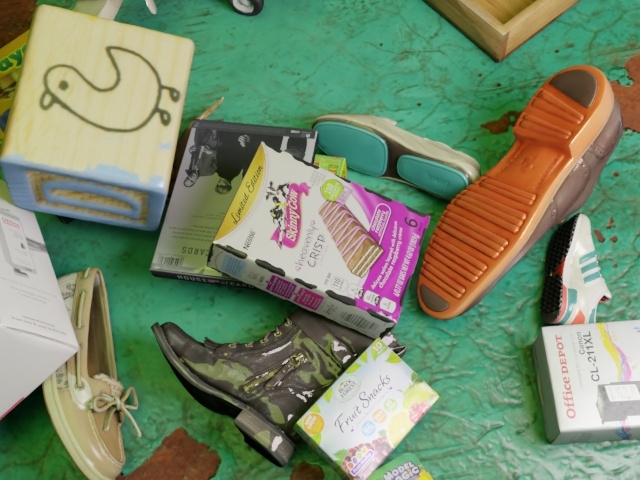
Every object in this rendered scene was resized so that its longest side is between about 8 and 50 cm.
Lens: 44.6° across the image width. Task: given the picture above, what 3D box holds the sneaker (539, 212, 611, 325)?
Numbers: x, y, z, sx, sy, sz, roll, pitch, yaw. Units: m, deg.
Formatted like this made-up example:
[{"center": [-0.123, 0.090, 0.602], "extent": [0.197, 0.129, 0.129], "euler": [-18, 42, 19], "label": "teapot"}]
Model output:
[{"center": [0.330, 0.045, 0.990], "extent": [0.075, 0.057, 0.161], "euler": [24, 61, -9], "label": "sneaker"}]

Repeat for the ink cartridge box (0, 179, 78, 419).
[{"center": [-0.438, 0.075, 0.956], "extent": [0.207, 0.117, 0.283], "euler": [-41, 53, 12], "label": "ink cartridge box"}]

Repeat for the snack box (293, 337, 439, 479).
[{"center": [0.053, 0.197, 0.897], "extent": [0.100, 0.037, 0.141], "euler": [42, 67, 10], "label": "snack box"}]

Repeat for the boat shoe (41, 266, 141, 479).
[{"center": [-0.287, 0.159, 0.967], "extent": [0.089, 0.104, 0.285], "euler": [-24, 64, -2], "label": "boat shoe"}]

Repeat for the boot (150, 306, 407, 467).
[{"center": [-0.054, 0.128, 0.978], "extent": [0.263, 0.091, 0.229], "euler": [38, 69, 16], "label": "boot"}]

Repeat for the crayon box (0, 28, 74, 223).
[{"center": [-0.396, -0.205, 1.160], "extent": [0.203, 0.083, 0.323], "euler": [-40, 67, -12], "label": "crayon box"}]

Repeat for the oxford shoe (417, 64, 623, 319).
[{"center": [0.265, -0.037, 0.990], "extent": [0.364, 0.132, 0.130], "euler": [-52, 40, 4], "label": "oxford shoe"}]

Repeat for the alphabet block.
[{"center": [-0.270, -0.140, 0.963], "extent": [0.192, 0.193, 0.197], "euler": [10, 74, -15], "label": "alphabet block"}]

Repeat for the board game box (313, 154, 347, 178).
[{"center": [-0.061, -0.078, 1.086], "extent": [0.181, 0.043, 0.092], "euler": [9, 67, 10], "label": "board game box"}]

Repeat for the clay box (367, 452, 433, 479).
[{"center": [0.108, 0.361, 0.860], "extent": [0.127, 0.053, 0.222], "euler": [-29, 64, -6], "label": "clay box"}]

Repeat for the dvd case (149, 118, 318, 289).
[{"center": [-0.109, -0.052, 1.031], "extent": [0.179, 0.029, 0.239], "euler": [7, 63, 8], "label": "dvd case"}]

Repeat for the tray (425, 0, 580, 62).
[{"center": [0.211, -0.474, 1.226], "extent": [0.203, 0.076, 0.411], "euler": [-38, 66, -11], "label": "tray"}]

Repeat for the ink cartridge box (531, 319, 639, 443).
[{"center": [0.349, 0.165, 0.914], "extent": [0.175, 0.072, 0.127], "euler": [-5, 65, 4], "label": "ink cartridge box"}]

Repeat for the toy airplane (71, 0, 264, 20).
[{"center": [-0.256, -0.506, 1.179], "extent": [0.384, 0.272, 0.386], "euler": [-27, 66, -6], "label": "toy airplane"}]

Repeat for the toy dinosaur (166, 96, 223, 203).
[{"center": [-0.202, -0.105, 1.116], "extent": [0.112, 0.064, 0.212], "euler": [5, 70, -16], "label": "toy dinosaur"}]

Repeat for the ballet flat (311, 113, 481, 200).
[{"center": [0.109, -0.124, 1.079], "extent": [0.248, 0.086, 0.086], "euler": [25, 70, 15], "label": "ballet flat"}]

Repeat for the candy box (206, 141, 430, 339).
[{"center": [0.000, 0.000, 0.950], "extent": [0.233, 0.071, 0.159], "euler": [23, 60, -3], "label": "candy box"}]
